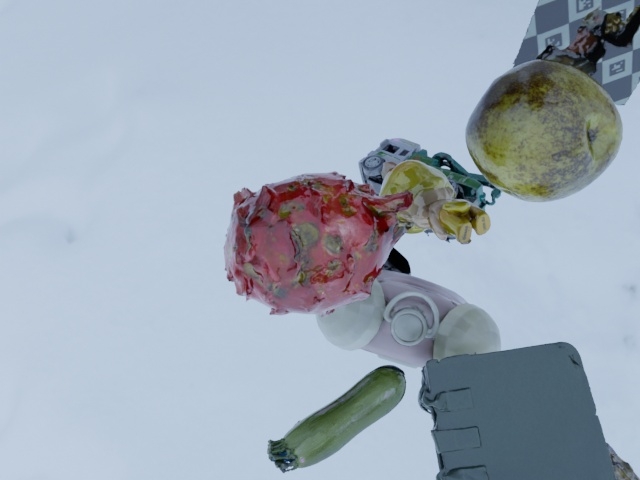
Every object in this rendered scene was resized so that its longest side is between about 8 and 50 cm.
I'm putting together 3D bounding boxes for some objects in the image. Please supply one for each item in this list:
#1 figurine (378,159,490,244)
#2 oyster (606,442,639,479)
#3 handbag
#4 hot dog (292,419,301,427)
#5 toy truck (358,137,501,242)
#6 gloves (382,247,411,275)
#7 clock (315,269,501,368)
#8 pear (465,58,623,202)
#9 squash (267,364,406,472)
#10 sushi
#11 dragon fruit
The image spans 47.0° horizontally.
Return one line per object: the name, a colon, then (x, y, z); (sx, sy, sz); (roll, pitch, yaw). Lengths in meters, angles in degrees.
figurine: (0.173, -0.059, 1.199); (0.156, 0.131, 0.246); (-26, 28, -23)
oyster: (0.526, 0.502, 1.395); (0.204, 0.111, 0.396); (32, 28, 29)
handbag: (0.290, 0.293, 1.119); (0.260, 0.079, 0.247); (-6, 71, -5)
hot dog: (-0.030, 0.321, 1.241); (0.034, 0.090, 0.030); (38, 79, 4)
toy truck: (0.275, -0.139, 1.866); (0.363, 0.176, 0.178); (23, 57, 34)
gloves: (0.119, 0.124, 1.682); (0.124, 0.203, 0.164); (-3, 47, -51)
clock: (0.166, 0.161, 1.427); (0.342, 0.326, 0.184); (11, 90, 6)
pear: (0.307, -0.142, 1.002); (0.197, 0.197, 0.197); (-8, 48, 8)
squash: (0.023, 0.196, 0.808); (0.183, 0.052, 0.052); (-30, 48, -26)
sushi: (0.485, -0.378, 1.324); (0.294, 0.292, 0.059); (-1, 49, -14)
dragon fruit: (0.000, 0.000, 0.991); (0.268, 0.210, 0.205); (-19, 25, -3)
